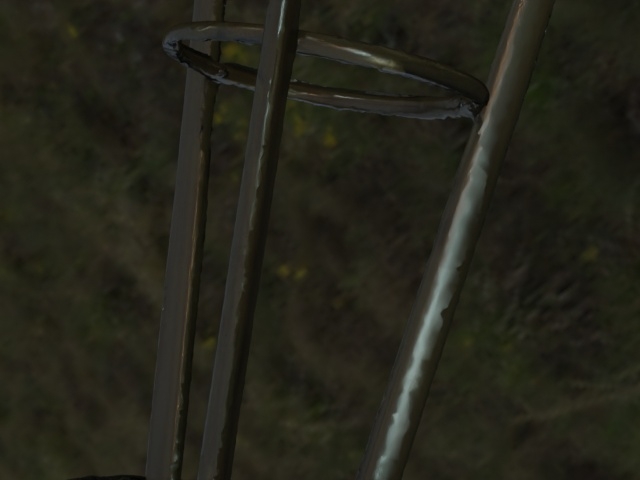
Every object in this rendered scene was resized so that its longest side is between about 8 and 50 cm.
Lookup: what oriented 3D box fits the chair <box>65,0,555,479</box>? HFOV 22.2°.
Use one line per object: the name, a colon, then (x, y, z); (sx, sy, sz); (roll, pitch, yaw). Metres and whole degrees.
chair: (-0.001, 0.000, 0.395); (0.095, 0.222, 0.104); (15, 176, -12)
